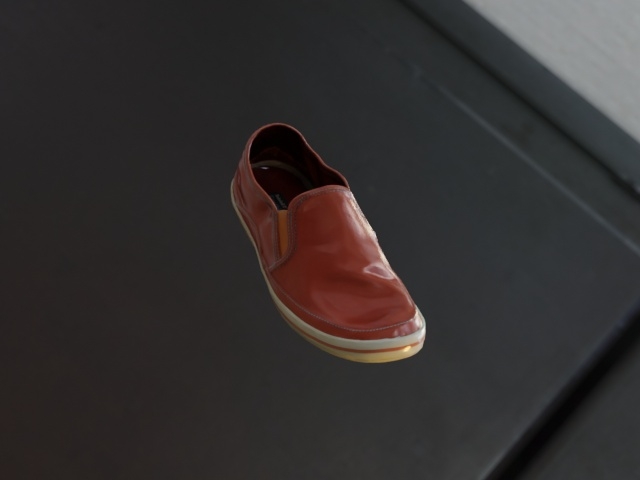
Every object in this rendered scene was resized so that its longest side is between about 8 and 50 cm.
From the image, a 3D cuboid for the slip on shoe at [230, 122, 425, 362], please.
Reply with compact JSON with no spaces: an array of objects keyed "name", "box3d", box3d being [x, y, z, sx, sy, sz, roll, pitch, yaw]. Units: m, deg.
[{"name":"slip on shoe","box3d":[0.000,0.000,1.509,0.123,0.331,0.101,-12,132,-21]}]
